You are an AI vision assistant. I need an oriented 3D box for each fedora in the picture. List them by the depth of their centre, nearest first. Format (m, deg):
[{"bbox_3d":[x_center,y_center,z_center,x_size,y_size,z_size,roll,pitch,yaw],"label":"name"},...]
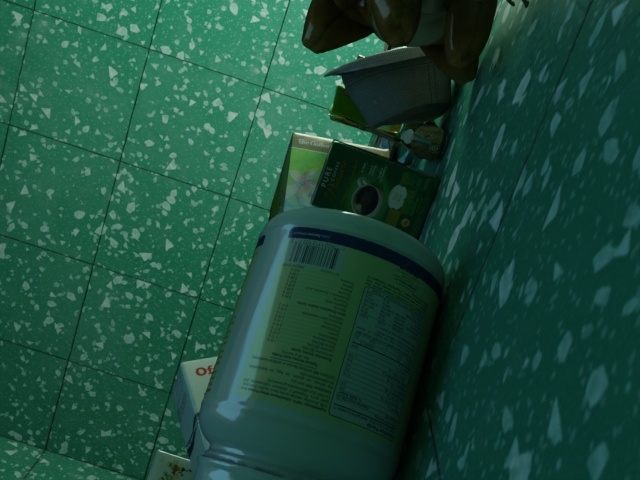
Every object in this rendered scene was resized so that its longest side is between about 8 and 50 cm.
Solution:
[{"bbox_3d":[0.142,-0.273,1.401,0.275,0.244,0.124,-2,98,57],"label":"fedora"}]

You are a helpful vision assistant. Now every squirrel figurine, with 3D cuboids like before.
[{"bbox_3d":[0.177,-0.441,1.040,0.370,0.281,0.396,151,135,-77],"label":"squirrel figurine"}]

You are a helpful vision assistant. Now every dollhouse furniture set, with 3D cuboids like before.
[{"bbox_3d":[0.134,-0.310,1.686,0.301,0.198,0.151,-71,3,-85],"label":"dollhouse furniture set"}]

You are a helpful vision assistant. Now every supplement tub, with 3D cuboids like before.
[{"bbox_3d":[-0.002,0.151,0.890,0.235,0.236,0.324,115,173,-70],"label":"supplement tub"}]

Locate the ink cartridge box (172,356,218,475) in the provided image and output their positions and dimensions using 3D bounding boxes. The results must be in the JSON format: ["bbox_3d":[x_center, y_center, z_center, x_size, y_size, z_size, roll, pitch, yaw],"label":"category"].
[{"bbox_3d":[-0.113,0.323,1.265,0.272,0.197,0.114,64,148,36],"label":"ink cartridge box"}]

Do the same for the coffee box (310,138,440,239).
[{"bbox_3d":[0.087,-0.082,1.230,0.040,0.184,0.113,-83,12,-74],"label":"coffee box"}]

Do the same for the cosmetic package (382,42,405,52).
[{"bbox_3d":[0.228,-0.493,1.819,0.296,0.129,0.153,-75,3,-62],"label":"cosmetic package"}]

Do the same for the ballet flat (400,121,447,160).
[{"bbox_3d":[0.176,-0.181,1.351,0.206,0.067,0.073,-92,19,-84],"label":"ballet flat"}]

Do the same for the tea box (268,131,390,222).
[{"bbox_3d":[0.000,0.000,1.648,0.329,0.220,0.323,114,162,-62],"label":"tea box"}]

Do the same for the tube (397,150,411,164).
[{"bbox_3d":[0.157,-0.126,1.713,0.207,0.052,0.080,120,172,-56],"label":"tube"}]

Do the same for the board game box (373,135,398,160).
[{"bbox_3d":[0.159,-0.194,1.981,0.194,0.060,0.194,146,142,-84],"label":"board game box"}]

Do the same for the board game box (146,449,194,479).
[{"bbox_3d":[-0.178,0.502,1.445,0.224,0.304,0.097,114,173,-62],"label":"board game box"}]
